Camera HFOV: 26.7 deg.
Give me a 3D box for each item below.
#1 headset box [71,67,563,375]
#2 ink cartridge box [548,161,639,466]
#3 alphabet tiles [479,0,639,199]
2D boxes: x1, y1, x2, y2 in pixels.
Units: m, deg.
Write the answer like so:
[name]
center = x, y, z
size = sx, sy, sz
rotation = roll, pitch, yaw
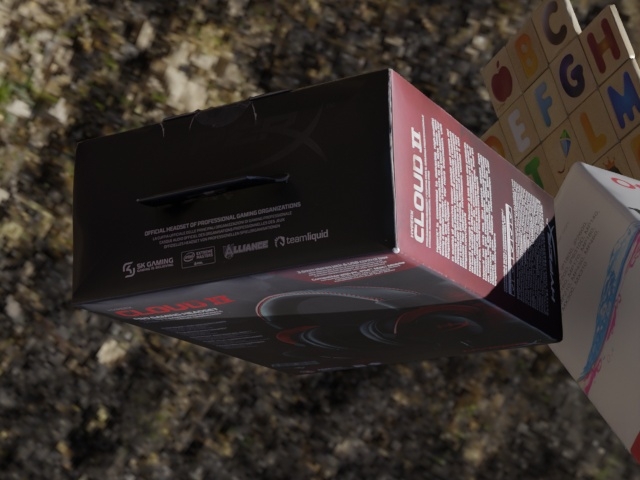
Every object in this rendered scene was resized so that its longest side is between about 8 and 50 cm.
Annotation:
[headset box]
center = 0.000, 0.000, 0.845
size = 0.293, 0.218, 0.110
rotation = 27, 57, -58
[ink cartridge box]
center = 0.299, 0.081, 0.959
size = 0.226, 0.306, 0.131
rotation = 16, 112, -22
[alphabet tiles]
center = 0.252, -0.060, 1.328
size = 0.011, 0.343, 0.285
rotation = -9, 161, -24
